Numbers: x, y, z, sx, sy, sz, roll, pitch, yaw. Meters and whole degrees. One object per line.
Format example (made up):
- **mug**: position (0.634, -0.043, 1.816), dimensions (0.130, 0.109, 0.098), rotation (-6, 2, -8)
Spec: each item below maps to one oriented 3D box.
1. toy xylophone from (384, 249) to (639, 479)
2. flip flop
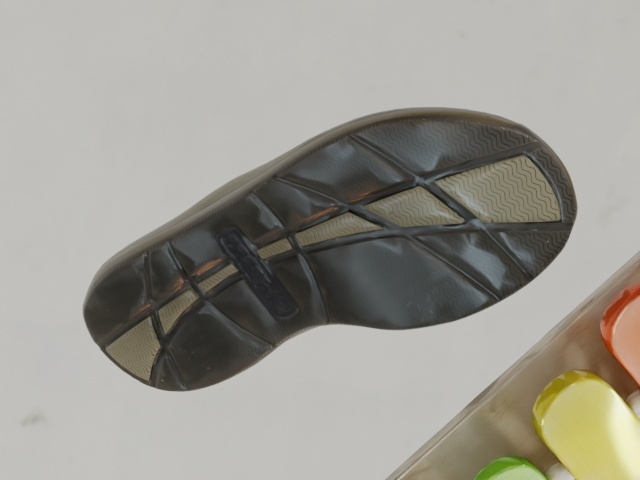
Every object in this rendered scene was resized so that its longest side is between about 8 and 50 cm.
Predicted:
- **toy xylophone**: position (0.167, 0.121, 0.934), dimensions (0.323, 0.081, 0.236), rotation (-49, 123, 4)
- **flip flop**: position (0.000, 0.000, 0.947), dimensions (0.112, 0.277, 0.080), rotation (56, 34, -15)
